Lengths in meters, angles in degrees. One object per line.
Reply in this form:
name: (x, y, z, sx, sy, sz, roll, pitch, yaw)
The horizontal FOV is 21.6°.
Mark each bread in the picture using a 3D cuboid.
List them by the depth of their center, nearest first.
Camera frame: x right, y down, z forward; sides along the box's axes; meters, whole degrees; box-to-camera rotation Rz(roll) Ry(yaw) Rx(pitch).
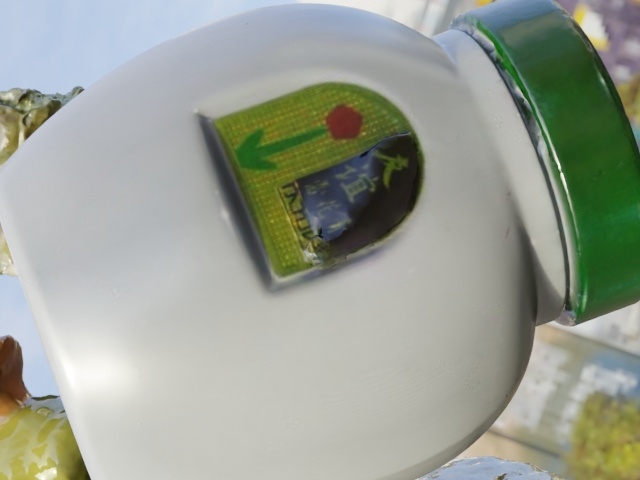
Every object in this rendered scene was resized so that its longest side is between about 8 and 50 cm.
bread: (-0.375, -0.074, 2.184, 0.196, 0.238, 0.252, -10, -84, -56)

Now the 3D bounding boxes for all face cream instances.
face cream: (0.000, 0.000, 1.027, 0.219, 0.357, 0.312, 92, 157, -66)

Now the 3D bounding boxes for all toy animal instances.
toy animal: (-0.264, 0.270, 1.701, 0.191, 0.338, 0.216, -43, -3, -24)

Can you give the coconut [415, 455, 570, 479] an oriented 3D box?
coconut: (0.089, 0.280, 1.046, 0.329, 0.328, 0.329, 19, -90, -77)
